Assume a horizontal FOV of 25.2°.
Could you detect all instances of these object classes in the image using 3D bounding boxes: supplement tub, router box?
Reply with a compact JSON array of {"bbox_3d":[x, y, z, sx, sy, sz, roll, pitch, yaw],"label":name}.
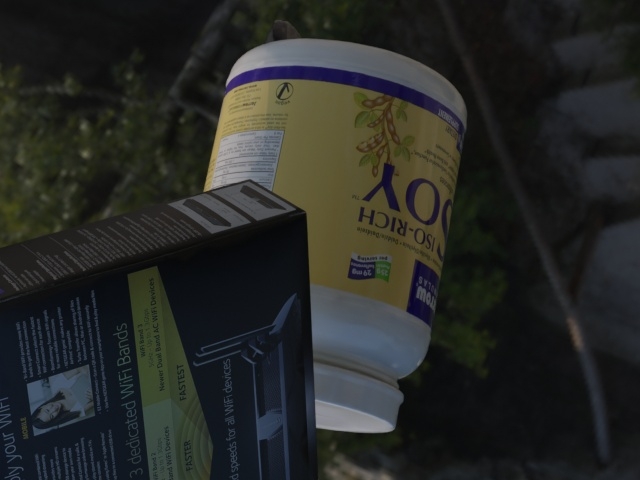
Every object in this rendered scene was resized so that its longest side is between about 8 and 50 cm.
[{"bbox_3d":[0.000,0.000,1.368,0.241,0.331,0.241,10,166,3],"label":"supplement tub"},{"bbox_3d":[-0.123,0.136,0.993,0.081,0.243,0.309,30,129,50],"label":"router box"}]

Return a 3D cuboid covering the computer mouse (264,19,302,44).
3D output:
[{"bbox_3d":[-0.006,-0.109,1.605,0.060,0.184,0.262,-22,135,17],"label":"computer mouse"}]
